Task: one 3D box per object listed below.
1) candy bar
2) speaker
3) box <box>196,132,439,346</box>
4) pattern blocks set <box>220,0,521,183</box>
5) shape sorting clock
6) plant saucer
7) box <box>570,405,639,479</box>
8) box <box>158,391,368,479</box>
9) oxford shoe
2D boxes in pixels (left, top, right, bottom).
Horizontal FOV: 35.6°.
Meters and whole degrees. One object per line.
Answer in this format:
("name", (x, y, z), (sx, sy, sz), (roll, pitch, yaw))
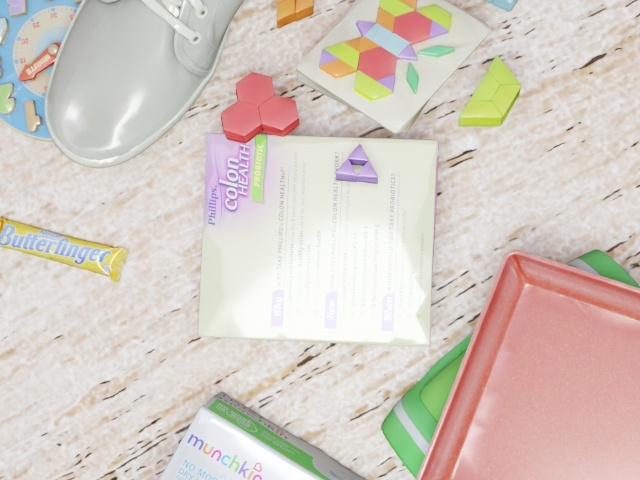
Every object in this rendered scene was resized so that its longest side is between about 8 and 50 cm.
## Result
("candy bar", (-0.300, 0.009, 1.139), (0.161, 0.018, 0.040), (15, 89, 3))
("speaker", (0.210, 0.143, 1.049), (0.296, 0.131, 0.131), (-40, 86, 2))
("box", (0.000, 0.000, 1.071), (0.243, 0.117, 0.213), (2, 88, 3))
("pattern blocks set", (0.072, -0.200, 1.046), (0.285, 0.026, 0.325), (21, 65, 12))
("shape sorting clock", (-0.297, -0.214, 1.133), (0.206, 0.040, 0.206), (0, 89, 3))
("plant saucer", (0.253, 0.167, 0.931), (0.258, 0.048, 0.259), (19, 82, 24))
("box", (0.307, 0.257, 1.021), (0.142, 0.163, 0.247), (43, 91, 2))
("box", (-0.061, 0.329, 1.064), (0.262, 0.127, 0.231), (31, 93, 5))
("oxford shoe", (-0.148, -0.277, 1.055), (0.169, 0.130, 0.449), (37, 90, 0))
